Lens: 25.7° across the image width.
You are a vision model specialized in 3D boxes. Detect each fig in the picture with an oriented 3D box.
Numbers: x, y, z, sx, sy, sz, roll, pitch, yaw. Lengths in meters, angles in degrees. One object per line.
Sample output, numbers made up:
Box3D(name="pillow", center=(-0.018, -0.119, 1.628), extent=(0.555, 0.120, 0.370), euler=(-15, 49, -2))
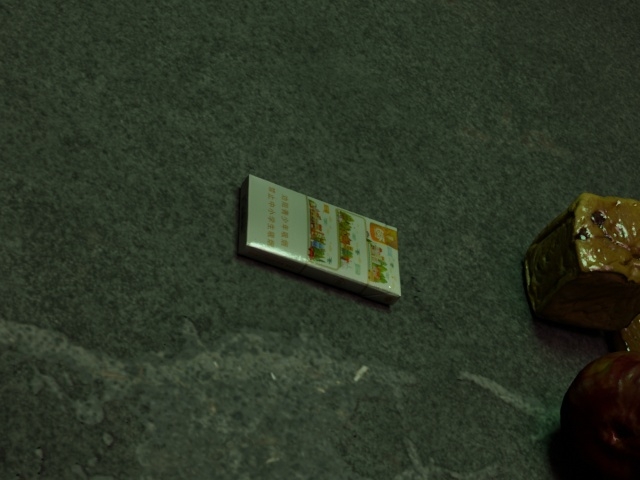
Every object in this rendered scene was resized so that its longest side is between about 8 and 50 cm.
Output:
Box3D(name="fig", center=(0.424, 0.242, 1.788), extent=(0.249, 0.204, 0.186), euler=(17, 86, -57))

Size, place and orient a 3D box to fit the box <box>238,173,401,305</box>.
Box3D(name="box", center=(0.000, -0.001, 1.789), extent=(0.220, 0.032, 0.122), euler=(19, 44, -21))

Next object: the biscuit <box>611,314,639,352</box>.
Box3D(name="biscuit", center=(0.503, 0.170, 2.004), extent=(0.212, 0.036, 0.212), euler=(20, 46, -22))

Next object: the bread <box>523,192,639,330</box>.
Box3D(name="bread", center=(0.375, 0.033, 1.931), extent=(0.143, 0.158, 0.149), euler=(11, 47, -20))
